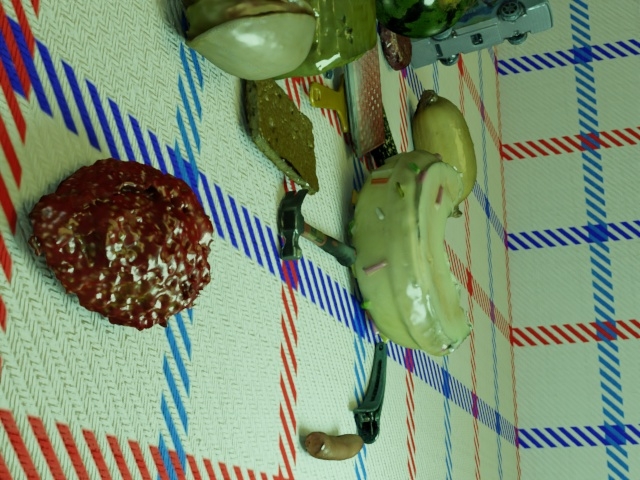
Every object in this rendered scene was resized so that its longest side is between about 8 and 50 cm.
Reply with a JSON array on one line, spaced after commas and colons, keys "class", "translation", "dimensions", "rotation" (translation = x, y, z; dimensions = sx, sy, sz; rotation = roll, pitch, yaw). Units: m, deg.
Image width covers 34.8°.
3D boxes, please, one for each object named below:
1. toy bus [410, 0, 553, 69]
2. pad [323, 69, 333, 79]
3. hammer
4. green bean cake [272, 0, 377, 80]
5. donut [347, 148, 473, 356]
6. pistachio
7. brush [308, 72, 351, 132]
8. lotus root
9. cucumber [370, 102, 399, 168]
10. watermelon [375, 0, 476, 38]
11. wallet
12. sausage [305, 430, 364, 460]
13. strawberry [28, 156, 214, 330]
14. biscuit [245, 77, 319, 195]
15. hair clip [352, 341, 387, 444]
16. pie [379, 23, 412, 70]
[{"class": "toy bus", "translation": [0.341, -0.490, 2.267], "dimensions": [0.109, 0.330, 0.136], "rotation": [56, 23, -56]}, {"class": "pad", "translation": [-0.020, -0.443, 1.683], "dimensions": [0.269, 0.012, 0.269], "rotation": [51, 38, -58]}, {"class": "hammer", "translation": [0.001, 0.000, 1.570], "dimensions": [0.288, 0.033, 0.111], "rotation": [33, 54, -67]}, {"class": "green bean cake", "translation": [-0.007, -0.360, 1.492], "dimensions": [0.236, 0.124, 0.233], "rotation": [-40, 126, -62]}, {"class": "donut", "translation": [0.159, 0.018, 1.804], "dimensions": [0.307, 0.150, 0.371], "rotation": [23, 63, -61]}, {"class": "pistachio", "translation": [-0.084, -0.265, 1.238], "dimensions": [0.215, 0.144, 0.144], "rotation": [-8, 92, -64]}, {"class": "brush", "translation": [0.023, -0.236, 1.718], "dimensions": [0.272, 0.013, 0.103], "rotation": [-11, 99, -73]}, {"class": "lotus root", "translation": [0.284, -0.193, 2.309], "dimensions": [0.146, 0.131, 0.303], "rotation": [-44, 126, -65]}, {"class": "cucumber", "translation": [0.109, -0.201, 1.910], "dimensions": [0.058, 0.058, 0.187], "rotation": [-71, 146, -52]}, {"class": "watermelon", "translation": [0.199, -0.527, 1.981], "dimensions": [0.269, 0.269, 0.269], "rotation": [-6, 90, -71]}, {"class": "wallet", "translation": [0.079, -0.253, 1.802], "dimensions": [0.103, 0.020, 0.196], "rotation": [-31, 121, -48]}, {"class": "sausage", "translation": [0.020, 0.305, 1.515], "dimensions": [0.186, 0.043, 0.043], "rotation": [30, 56, -67]}, {"class": "strawberry", "translation": [-0.175, -0.015, 0.954], "dimensions": [0.228, 0.098, 0.174], "rotation": [49, 38, -61]}, {"class": "biscuit", "translation": [-0.054, -0.156, 1.453], "dimensions": [0.231, 0.025, 0.131], "rotation": [42, 39, -62]}, {"class": "hair clip", "translation": [0.091, 0.254, 1.765], "dimensions": [0.229, 0.039, 0.070], "rotation": [-71, 150, -61]}, {"class": "pie", "translation": [0.158, -0.433, 2.158], "dimensions": [0.153, 0.038, 0.153], "rotation": [-8, 90, -70]}]
